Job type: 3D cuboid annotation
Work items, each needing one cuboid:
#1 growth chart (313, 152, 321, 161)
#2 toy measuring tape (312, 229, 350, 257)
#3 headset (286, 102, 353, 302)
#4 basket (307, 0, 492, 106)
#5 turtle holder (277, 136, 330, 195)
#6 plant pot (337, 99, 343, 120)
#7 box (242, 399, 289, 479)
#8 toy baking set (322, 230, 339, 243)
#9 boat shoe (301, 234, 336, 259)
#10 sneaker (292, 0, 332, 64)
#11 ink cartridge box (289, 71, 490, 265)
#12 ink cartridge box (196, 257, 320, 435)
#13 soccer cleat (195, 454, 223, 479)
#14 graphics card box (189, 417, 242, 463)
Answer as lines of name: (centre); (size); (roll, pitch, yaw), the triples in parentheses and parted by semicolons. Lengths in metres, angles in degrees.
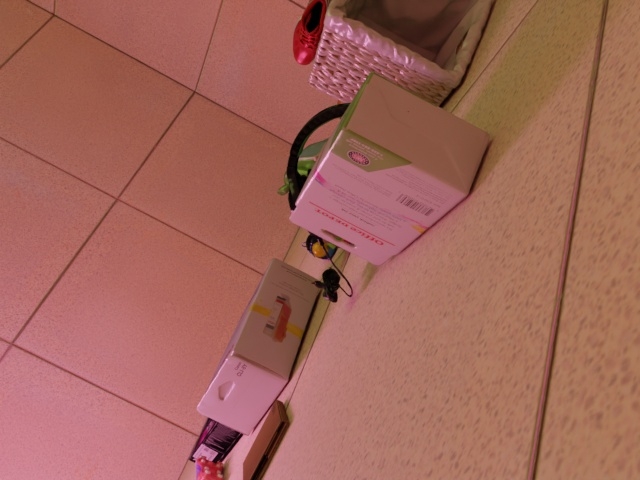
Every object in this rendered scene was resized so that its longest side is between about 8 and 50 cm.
growth chart: (0.079, -0.239, 2.015); (0.172, 0.021, 0.237); (-23, 29, -10)
toy measuring tape: (0.074, -0.086, 1.848); (0.330, 0.121, 0.121); (-55, 3, -19)
headset: (0.051, -0.071, 1.360); (0.185, 0.243, 0.394); (-78, -3, -75)
basket: (0.177, -0.476, 1.634); (0.328, 0.331, 0.266); (-66, 5, -30)
turtle holder: (0.026, -0.215, 2.195); (0.227, 0.243, 0.320); (-62, 4, -18)
plant pot: (0.167, -0.381, 2.072); (0.205, 0.205, 0.188); (-60, 21, 20)
box: (-0.119, 0.432, 1.469); (0.164, 0.021, 0.201); (-62, 6, -4)
toy baking set: (0.053, -0.086, 1.712); (0.030, 0.197, 0.256); (-5, 63, 39)
boat shoe: (0.000, 0.000, 2.170); (0.109, 0.089, 0.258); (-62, 5, -6)
sneaker: (-0.032, -0.491, 1.636); (0.128, 0.087, 0.221); (-64, -4, -46)
ink cartridge box: (0.092, -0.096, 1.137); (0.119, 0.207, 0.353); (-66, 7, -25)
ink cartridge box: (-0.158, 0.280, 1.859); (0.279, 0.160, 0.384); (-58, 6, 37)
soccer cleat: (-0.312, 0.654, 1.895); (0.248, 0.083, 0.095); (154, 139, -77)
graphics card box: (-0.264, 0.510, 2.081); (0.371, 0.094, 0.232); (-58, 7, 45)
